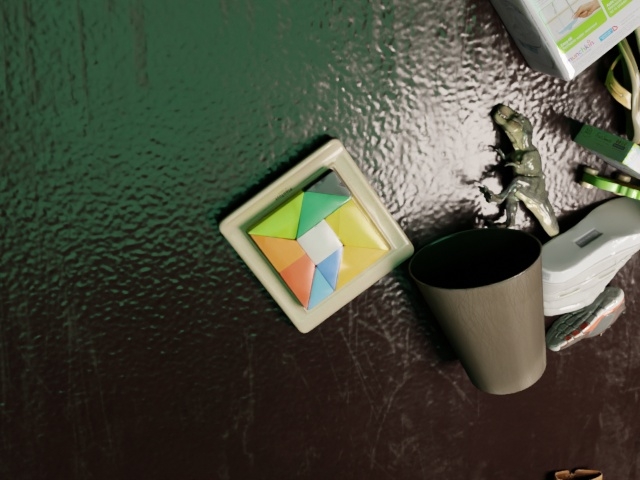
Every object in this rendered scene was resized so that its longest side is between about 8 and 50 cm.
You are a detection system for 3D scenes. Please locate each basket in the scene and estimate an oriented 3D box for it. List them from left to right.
[{"bbox_3d":[0.267,0.115,1.299,0.205,0.154,0.226,-6,123,29],"label":"basket"}]

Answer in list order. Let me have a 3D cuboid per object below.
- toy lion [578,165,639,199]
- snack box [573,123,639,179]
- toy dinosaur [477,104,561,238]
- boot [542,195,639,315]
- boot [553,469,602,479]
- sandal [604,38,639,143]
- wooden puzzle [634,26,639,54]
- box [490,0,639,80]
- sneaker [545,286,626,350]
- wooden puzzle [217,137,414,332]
[{"bbox_3d":[0.473,-0.083,1.313,0.100,0.096,0.034,10,106,-17],"label":"toy lion"},{"bbox_3d":[0.464,-0.128,1.271,0.100,0.141,0.037,28,100,-21],"label":"snack box"},{"bbox_3d":[0.308,-0.073,1.297,0.118,0.064,0.268,-31,117,-9],"label":"toy dinosaur"},{"bbox_3d":[0.453,0.026,1.362,0.258,0.095,0.123,-25,136,-12],"label":"boot"},{"bbox_3d":[0.508,0.492,1.537,0.197,0.073,0.152,-2,105,-16],"label":"boot"},{"bbox_3d":[0.465,-0.229,1.284,0.049,0.072,0.180,-10,117,12],"label":"sandal"},{"bbox_3d":[0.655,-0.258,1.314,0.322,0.080,0.347,-24,108,-5],"label":"wooden puzzle"},{"bbox_3d":[0.368,-0.398,1.162,0.262,0.127,0.231,-39,113,2],"label":"box"},{"bbox_3d":[0.456,0.146,1.410,0.158,0.061,0.065,-35,120,0],"label":"sneaker"},{"bbox_3d":[0.000,0.000,1.251,0.221,0.044,0.238,-37,113,0],"label":"wooden puzzle"}]
